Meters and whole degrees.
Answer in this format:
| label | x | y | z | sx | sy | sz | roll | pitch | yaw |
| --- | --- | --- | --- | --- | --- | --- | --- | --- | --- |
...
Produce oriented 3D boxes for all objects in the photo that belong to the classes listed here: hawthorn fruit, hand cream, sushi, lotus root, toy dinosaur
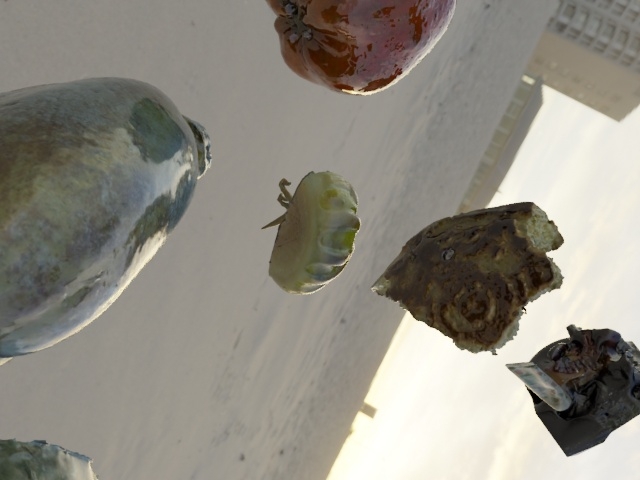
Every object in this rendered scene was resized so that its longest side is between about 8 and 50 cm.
| label | x | y | z | sx | sy | sz | roll | pitch | yaw |
| --- | --- | --- | --- | --- | --- | --- | --- | --- | --- |
| hawthorn fruit | 0.040 | -0.235 | 0.602 | 0.189 | 0.189 | 0.189 | -61 | 175 | -9 |
| hand cream | 0.396 | 0.258 | 1.119 | 0.057 | 0.165 | 0.037 | -19 | -139 | 46 |
| sushi | 0.545 | 0.280 | 1.275 | 0.227 | 0.212 | 0.215 | -38 | 159 | 15 |
| lotus root | -0.167 | -0.042 | 0.420 | 0.158 | 0.140 | 0.322 | -26 | -161 | 27 |
| toy dinosaur | -0.047 | -0.050 | 1.275 | 0.039 | 0.126 | 0.162 | -28 | 150 | -52 |

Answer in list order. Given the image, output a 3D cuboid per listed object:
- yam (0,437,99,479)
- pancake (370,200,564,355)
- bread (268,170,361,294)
| label | x | y | z | sx | sy | sz | roll | pitch | yaw |
| --- | --- | --- | --- | --- | --- | --- | --- | --- | --- |
| yam | -0.259 | 0.303 | 0.406 | 0.241 | 0.241 | 0.348 | -64 | -150 | 32 |
| pancake | 0.199 | 0.031 | 0.832 | 0.212 | 0.257 | 0.056 | -55 | 133 | -6 |
| bread | 0.000 | 0.000 | 0.705 | 0.094 | 0.083 | 0.157 | -125 | -131 | -64 |
